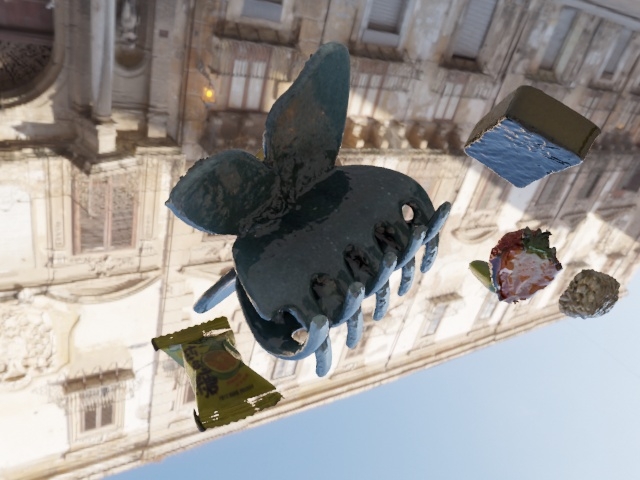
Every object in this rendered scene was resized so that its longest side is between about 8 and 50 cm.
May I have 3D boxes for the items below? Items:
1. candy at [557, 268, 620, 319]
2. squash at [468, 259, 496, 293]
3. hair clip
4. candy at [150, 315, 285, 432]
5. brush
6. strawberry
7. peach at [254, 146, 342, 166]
[{"bbox_3d":[0.480,0.098,0.891,0.085,0.095,0.110,30,-167,40],"label":"candy"},{"bbox_3d":[0.460,0.096,1.360,0.066,0.066,0.201,9,-168,-12],"label":"squash"},{"bbox_3d":[0.000,0.000,0.670,0.238,0.392,0.318,37,-125,21],"label":"hair clip"},{"bbox_3d":[-0.223,0.269,1.039,0.187,0.081,0.297,-11,-146,-31],"label":"candy"},{"bbox_3d":[0.293,-0.142,0.716,0.123,0.059,0.197,31,175,1],"label":"brush"},{"bbox_3d":[0.410,0.043,1.009,0.140,0.192,0.085,-18,-141,25],"label":"strawberry"},{"bbox_3d":[-0.054,-0.152,1.399,0.307,0.289,0.289,26,-166,-49],"label":"peach"}]
